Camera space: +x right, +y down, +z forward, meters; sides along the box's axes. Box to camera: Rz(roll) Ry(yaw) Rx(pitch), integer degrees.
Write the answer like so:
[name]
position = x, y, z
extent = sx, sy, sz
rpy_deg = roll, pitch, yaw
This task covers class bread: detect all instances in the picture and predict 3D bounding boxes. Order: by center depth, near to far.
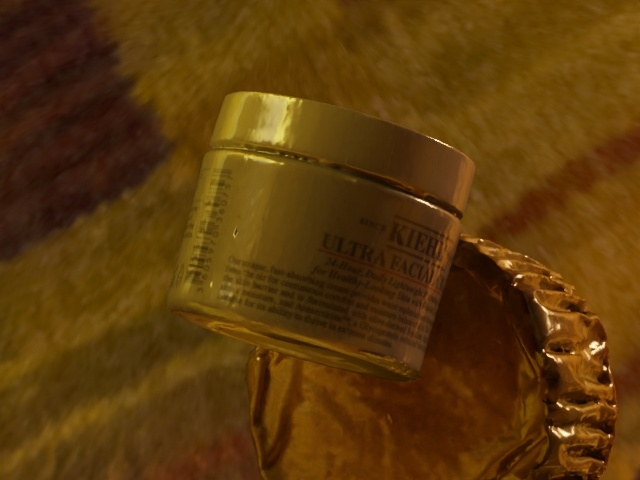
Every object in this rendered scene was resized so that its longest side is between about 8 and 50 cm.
[bread]
position = 0.081, 0.113, 1.361
extent = 0.253, 0.142, 0.227
rpy_deg = -19, 75, 24

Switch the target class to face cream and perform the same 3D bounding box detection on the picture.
[face cream]
position = 0.000, 0.000, 1.234
extent = 0.177, 0.177, 0.153
rpy_deg = 15, 84, -3
